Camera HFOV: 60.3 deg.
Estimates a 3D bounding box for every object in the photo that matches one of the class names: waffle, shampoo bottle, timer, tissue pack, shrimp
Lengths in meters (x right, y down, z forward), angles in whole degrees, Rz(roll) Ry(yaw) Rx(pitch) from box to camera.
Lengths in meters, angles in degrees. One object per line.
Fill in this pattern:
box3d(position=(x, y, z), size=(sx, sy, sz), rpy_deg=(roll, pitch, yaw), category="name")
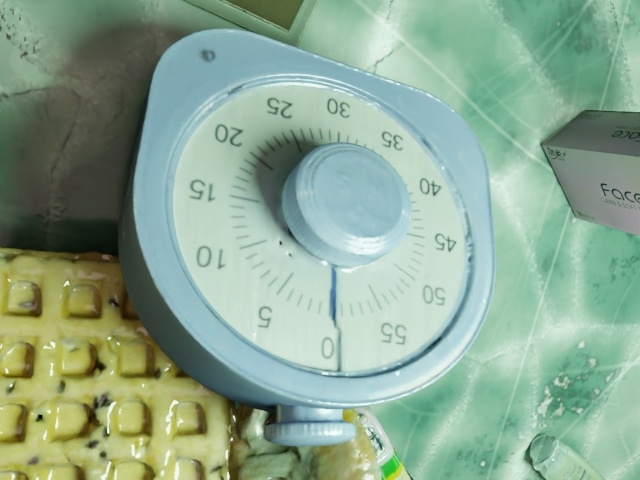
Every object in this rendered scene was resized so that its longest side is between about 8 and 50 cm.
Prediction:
box3d(position=(-0.217, 0.199, 0.544), size=(0.261, 0.114, 0.376), rpy_deg=(7, 75, -20), category="waffle")
box3d(position=(0.434, 0.405, 0.946), size=(0.072, 0.049, 0.212), rpy_deg=(-46, 115, 1), category="shampoo bottle")
box3d(position=(0.000, 0.000, 0.536), size=(0.395, 0.173, 0.394), rpy_deg=(10, 67, -24), category="timer")
box3d(position=(0.425, -0.079, 0.707), size=(0.092, 0.246, 0.148), rpy_deg=(-39, 113, -6), category="tissue pack")
box3d(position=(-0.048, 0.203, 0.623), size=(0.168, 0.317, 0.077), rpy_deg=(-26, 153, -6), category="shrimp")

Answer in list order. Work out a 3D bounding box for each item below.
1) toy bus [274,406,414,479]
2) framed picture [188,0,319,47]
box3d(position=(-0.048, 0.321, 0.703), size=(0.306, 0.143, 0.179), rpy_deg=(-29, 109, -10), category="toy bus")
box3d(position=(-0.063, -0.357, 0.519), size=(0.231, 0.018, 0.293), rpy_deg=(18, 126, -23), category="framed picture")
